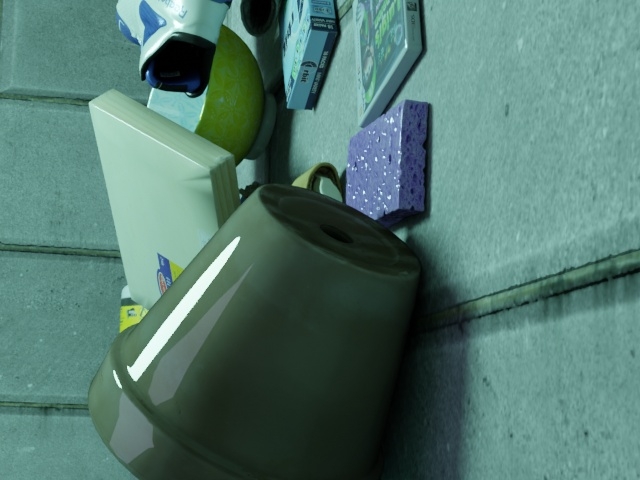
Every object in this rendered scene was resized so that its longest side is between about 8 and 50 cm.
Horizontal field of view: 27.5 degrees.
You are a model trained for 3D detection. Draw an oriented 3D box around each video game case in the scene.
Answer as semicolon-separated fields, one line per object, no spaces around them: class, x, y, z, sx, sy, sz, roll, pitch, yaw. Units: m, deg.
video game case;0.073;-0.246;1.491;0.190;0.022;0.173;124;146;-63

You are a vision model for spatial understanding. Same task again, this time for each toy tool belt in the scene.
toy tool belt;-0.116;-0.063;2.128;0.083;0.051;0.052;119;152;-60

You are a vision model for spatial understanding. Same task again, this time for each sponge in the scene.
sponge;0.070;-0.075;1.441;0.210;0.031;0.117;153;120;-74

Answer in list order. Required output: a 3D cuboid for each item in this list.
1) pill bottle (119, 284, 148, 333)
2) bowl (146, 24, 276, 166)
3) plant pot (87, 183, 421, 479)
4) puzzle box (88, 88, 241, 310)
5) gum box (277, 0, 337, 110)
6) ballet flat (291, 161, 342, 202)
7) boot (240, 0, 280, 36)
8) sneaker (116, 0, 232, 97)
pill bottle;-0.284;0.251;2.433;0.188;0.188;0.333;153;119;-74
bowl;-0.164;-0.204;2.096;0.289;0.156;0.289;-41;42;51
plant pot;-0.042;0.104;1.363;0.280;0.323;0.323;-64;21;18
puzzle box;-0.219;-0.010;2.008;0.272;0.052;0.409;29;141;33
gum box;-0.020;-0.303;1.834;0.157;0.041;0.184;111;157;-51
ballet flat;0.000;0.000;1.615;0.073;0.080;0.232;-48;39;44
boot;-0.075;-0.433;1.927;0.189;0.076;0.208;90;-166;-45
sneaker;-0.236;-0.305;1.969;0.315;0.127;0.182;-5;70;61
